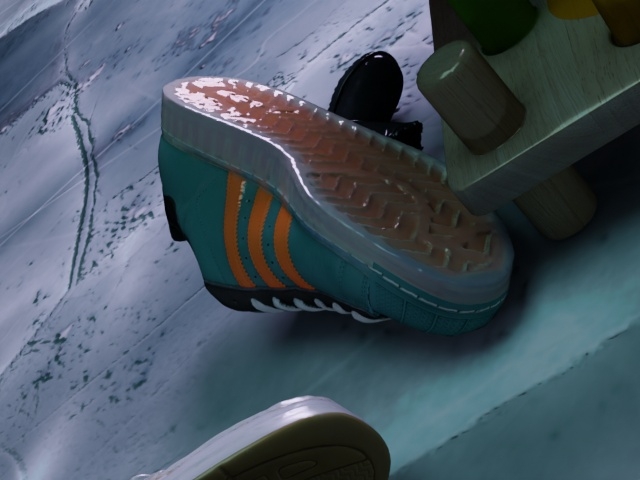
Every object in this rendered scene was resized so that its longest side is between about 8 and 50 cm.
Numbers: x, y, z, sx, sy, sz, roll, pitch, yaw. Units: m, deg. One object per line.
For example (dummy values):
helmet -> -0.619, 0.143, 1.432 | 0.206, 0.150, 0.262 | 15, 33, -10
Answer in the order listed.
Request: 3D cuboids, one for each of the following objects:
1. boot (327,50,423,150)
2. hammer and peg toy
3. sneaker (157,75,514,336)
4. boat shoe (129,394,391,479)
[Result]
boot -> 0.036, -0.072, 0.931 | 0.121, 0.045, 0.099 | -56, 26, -9
hammer and peg toy -> 0.176, -0.185, 0.807 | 0.266, 0.127, 0.361 | -32, 29, 23
sneaker -> 0.000, 0.000, 0.832 | 0.108, 0.121, 0.302 | -11, 29, -33
boat shoe -> -0.087, 0.159, 0.710 | 0.277, 0.098, 0.096 | -39, 28, 11
